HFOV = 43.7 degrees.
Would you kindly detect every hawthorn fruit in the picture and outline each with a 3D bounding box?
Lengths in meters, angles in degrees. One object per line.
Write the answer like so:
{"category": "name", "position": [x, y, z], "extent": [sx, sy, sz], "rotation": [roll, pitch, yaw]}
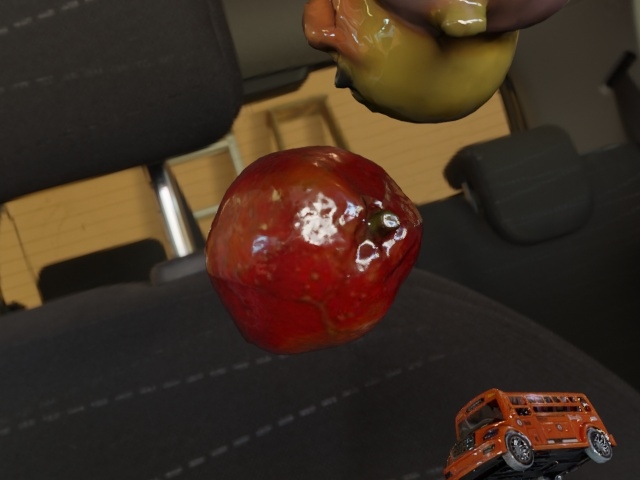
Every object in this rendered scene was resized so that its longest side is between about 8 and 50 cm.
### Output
{"category": "hawthorn fruit", "position": [0.000, 0.000, 0.993], "extent": [0.265, 0.265, 0.307], "rotation": [-18, -6, -29]}

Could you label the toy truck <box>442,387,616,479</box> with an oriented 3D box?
{"category": "toy truck", "position": [0.263, 0.258, 1.038], "extent": [0.252, 0.114, 0.107], "rotation": [10, -42, -37]}

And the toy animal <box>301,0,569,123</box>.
{"category": "toy animal", "position": [0.089, -0.185, 0.566], "extent": [0.169, 0.195, 0.281], "rotation": [12, -31, -16]}
